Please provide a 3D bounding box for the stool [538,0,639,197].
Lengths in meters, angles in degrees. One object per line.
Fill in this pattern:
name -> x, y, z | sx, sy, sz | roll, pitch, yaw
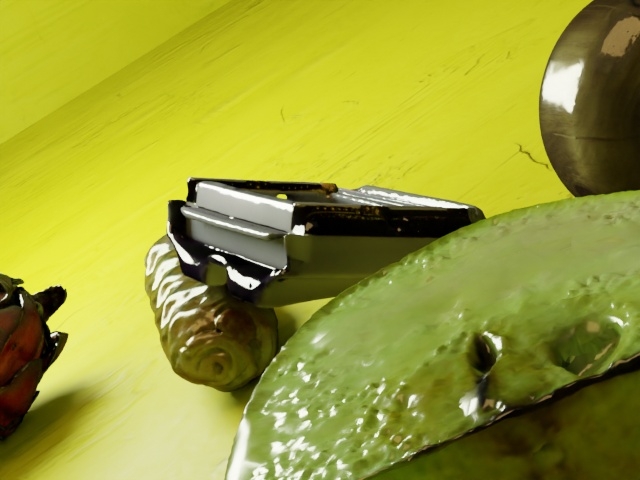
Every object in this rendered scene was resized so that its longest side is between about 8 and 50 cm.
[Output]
stool -> 0.283, -0.076, 0.821 | 0.179, 0.179, 0.264 | -32, 21, -10

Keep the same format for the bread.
bread -> -0.101, 0.058, 1.134 | 0.087, 0.098, 0.269 | -66, 18, 10

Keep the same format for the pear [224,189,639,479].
pear -> 0.103, 0.101, 0.645 | 0.286, 0.176, 0.282 | -24, 18, 1

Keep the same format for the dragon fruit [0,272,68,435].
dragon fruit -> -0.342, 0.116, 1.196 | 0.182, 0.182, 0.188 | -101, 33, -69

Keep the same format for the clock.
clock -> 0.000, 0.000, 1.027 | 0.186, 0.083, 0.253 | 1, 7, -27
